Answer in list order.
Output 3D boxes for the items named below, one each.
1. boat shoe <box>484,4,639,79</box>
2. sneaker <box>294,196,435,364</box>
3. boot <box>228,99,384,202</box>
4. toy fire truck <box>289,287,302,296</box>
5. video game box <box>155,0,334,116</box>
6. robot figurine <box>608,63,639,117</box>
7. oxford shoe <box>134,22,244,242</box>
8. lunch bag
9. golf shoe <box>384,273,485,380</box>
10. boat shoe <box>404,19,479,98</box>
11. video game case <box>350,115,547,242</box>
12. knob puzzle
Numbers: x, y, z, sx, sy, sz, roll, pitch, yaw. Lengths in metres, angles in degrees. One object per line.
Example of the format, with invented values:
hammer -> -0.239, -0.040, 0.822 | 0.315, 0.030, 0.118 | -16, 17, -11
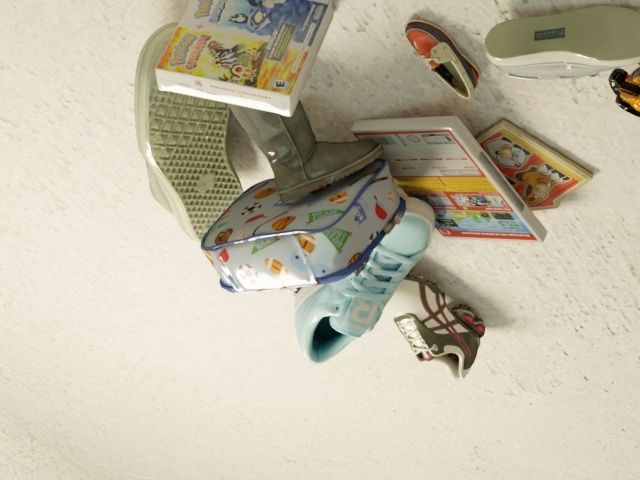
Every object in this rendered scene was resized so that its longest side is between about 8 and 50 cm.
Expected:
boat shoe -> 0.328, -0.248, 1.566 | 0.228, 0.079, 0.081 | 2, 161, 26
sneaker -> 0.079, 0.082, 2.007 | 0.135, 0.150, 0.366 | 16, 135, -22
boot -> -0.027, -0.181, 1.810 | 0.076, 0.190, 0.208 | -137, 23, -83
toy fire truck -> 0.015, 0.079, 2.191 | 0.135, 0.047, 0.192 | 2, 148, 25
video game box -> -0.098, -0.268, 1.628 | 0.187, 0.205, 0.048 | 11, 143, 12
robot figurine -> 0.502, -0.142, 1.572 | 0.291, 0.085, 0.211 | 39, 177, -28
oxford shoe -> -0.222, -0.167, 1.913 | 0.130, 0.169, 0.449 | 45, 159, 31
lunch bag -> -0.019, -0.027, 1.889 | 0.303, 0.243, 0.115 | -6, 120, 38
golf shoe -> 0.185, 0.146, 2.166 | 0.273, 0.120, 0.105 | 30, 147, -26
boat shoe -> 0.165, -0.249, 1.667 | 0.137, 0.043, 0.049 | 38, 145, -26
video game case -> 0.199, -0.090, 1.869 | 0.204, 0.025, 0.285 | 3, 146, 46
knob puzzle -> 0.286, -0.093, 1.853 | 0.213, 0.030, 0.213 | 14, 148, 9
